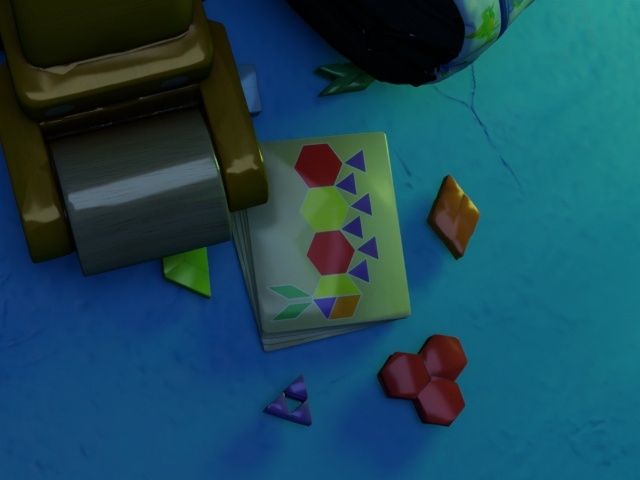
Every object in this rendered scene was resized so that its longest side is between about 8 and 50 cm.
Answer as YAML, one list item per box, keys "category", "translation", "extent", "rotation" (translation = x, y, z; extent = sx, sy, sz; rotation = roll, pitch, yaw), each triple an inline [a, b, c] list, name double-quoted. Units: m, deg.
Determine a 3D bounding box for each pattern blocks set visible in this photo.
- category: "pattern blocks set"
  translation: [0.000, 0.000, 1.639]
  extent: [0.285, 0.026, 0.325]
  rotation: [2, 80, -12]

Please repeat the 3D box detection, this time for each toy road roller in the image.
- category: "toy road roller"
  translation: [-0.172, -0.155, 1.503]
  extent: [0.202, 0.240, 0.330]
  rotation: [-15, 79, -8]

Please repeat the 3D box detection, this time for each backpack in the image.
- category: "backpack"
  translation: [0.036, -0.301, 1.577]
  extent: [0.273, 0.290, 0.356]
  rotation: [-32, 91, -31]
